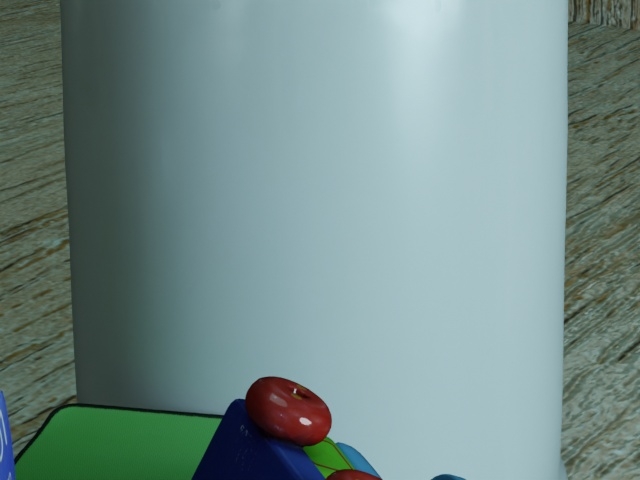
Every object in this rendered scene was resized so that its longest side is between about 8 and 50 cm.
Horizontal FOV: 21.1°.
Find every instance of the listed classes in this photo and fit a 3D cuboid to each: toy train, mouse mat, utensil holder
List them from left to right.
[{"bbox_3d":[-0.104,0.140,0.880,0.153,0.007,0.189,4,27,17],"label":"mouse mat"},{"bbox_3d":[0.000,0.000,1.078,0.328,0.385,0.327,0,20,0],"label":"utensil holder"},{"bbox_3d":[0.043,0.164,0.746,0.143,0.105,0.248,19,13,-31],"label":"toy train"}]

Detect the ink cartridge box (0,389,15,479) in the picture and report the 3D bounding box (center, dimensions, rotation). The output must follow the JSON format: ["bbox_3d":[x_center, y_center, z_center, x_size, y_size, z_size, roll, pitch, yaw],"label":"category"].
[{"bbox_3d":[-0.262,0.171,0.623,0.396,0.151,0.270,-1,17,-1],"label":"ink cartridge box"}]
